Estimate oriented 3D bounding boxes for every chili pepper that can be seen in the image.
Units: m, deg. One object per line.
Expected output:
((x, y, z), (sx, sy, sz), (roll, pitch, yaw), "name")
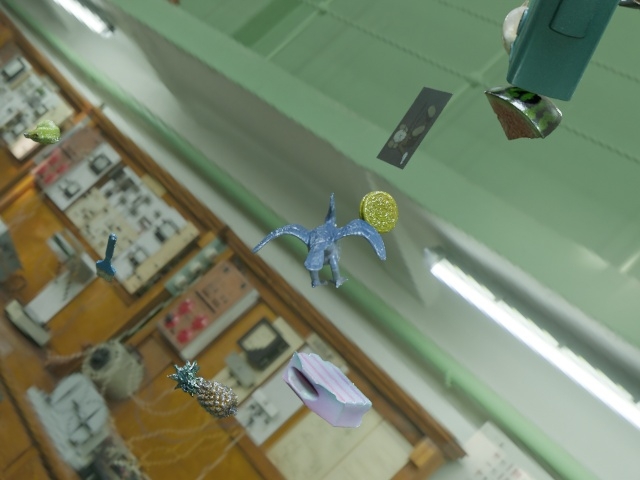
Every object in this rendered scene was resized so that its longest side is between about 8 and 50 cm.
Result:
((-0.499, -0.194, 1.715), (0.049, 0.043, 0.208), (51, -2, -15), "chili pepper")

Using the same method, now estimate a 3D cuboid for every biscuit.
((0.112, -0.053, 1.812), (0.084, 0.084, 0.023), (50, -28, -20), "biscuit")

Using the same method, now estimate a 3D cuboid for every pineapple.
((-0.291, 0.389, 2.433), (0.221, 0.083, 0.103), (28, 22, 31), "pineapple")

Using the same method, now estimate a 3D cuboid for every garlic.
((0.519, -0.491, 2.269), (0.145, 0.164, 0.245), (21, 20, -32), "garlic")

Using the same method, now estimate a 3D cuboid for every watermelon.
((0.493, -0.302, 2.215), (0.192, 0.137, 0.145), (10, -1, -21), "watermelon")

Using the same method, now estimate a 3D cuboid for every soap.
((0.005, 0.258, 1.642), (0.100, 0.056, 0.149), (15, 20, -46), "soap")

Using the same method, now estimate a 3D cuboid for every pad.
((0.197, -0.241, 1.996), (0.004, 0.190, 0.127), (35, 0, -28), "pad")

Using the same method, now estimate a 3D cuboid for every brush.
((-0.490, 0.038, 2.184), (0.051, 0.014, 0.164), (28, -43, 2), "brush")

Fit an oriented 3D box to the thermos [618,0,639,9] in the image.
((0.665, -0.531, 1.905), (0.265, 0.146, 0.176), (20, -29, 10), "thermos")

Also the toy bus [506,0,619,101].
((0.390, -0.358, 1.483), (0.128, 0.147, 0.256), (18, -42, 2), "toy bus")

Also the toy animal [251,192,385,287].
((0.000, 0.000, 1.737), (0.255, 0.239, 0.176), (-17, 103, -84), "toy animal")
